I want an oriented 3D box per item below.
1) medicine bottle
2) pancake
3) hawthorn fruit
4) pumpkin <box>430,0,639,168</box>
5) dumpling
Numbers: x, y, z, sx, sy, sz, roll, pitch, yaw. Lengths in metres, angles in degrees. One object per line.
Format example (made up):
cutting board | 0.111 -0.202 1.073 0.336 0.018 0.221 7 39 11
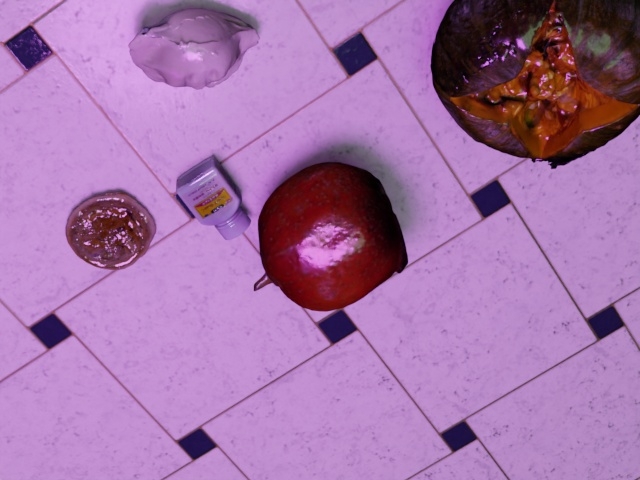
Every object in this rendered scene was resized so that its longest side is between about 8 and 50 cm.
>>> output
medicine bottle | -0.160 -0.060 1.586 0.074 0.055 0.118 -31 116 7
pancake | -0.326 -0.013 1.607 0.139 0.022 0.139 -3 118 -6
hawthorn fruit | 0.000 0.000 1.555 0.250 0.215 0.215 -37 115 10
pumpkin | 0.314 -0.251 1.447 0.320 0.192 0.320 6 142 5
dumpling | -0.178 -0.260 1.465 0.188 0.108 0.127 -10 142 -20
